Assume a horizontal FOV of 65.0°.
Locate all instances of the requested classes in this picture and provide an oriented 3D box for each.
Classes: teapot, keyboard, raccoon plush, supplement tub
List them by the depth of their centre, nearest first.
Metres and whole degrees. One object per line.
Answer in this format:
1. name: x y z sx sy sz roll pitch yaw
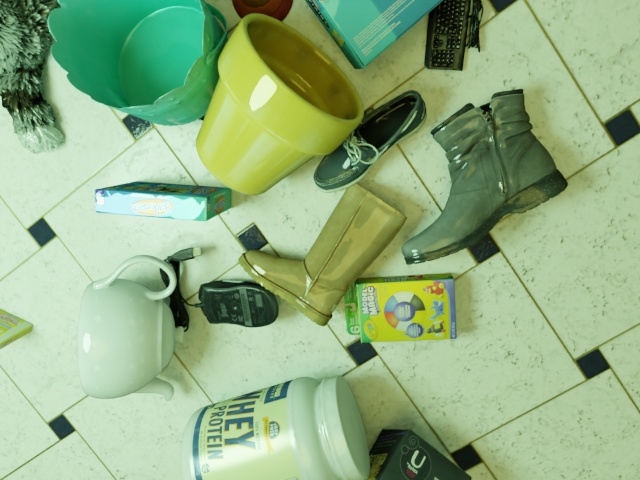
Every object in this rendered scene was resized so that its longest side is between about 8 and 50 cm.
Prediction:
1. raccoon plush: -0.605 -0.381 0.875 0.216 0.299 0.446 -22 98 10
2. keyboard: 0.247 -0.409 0.908 0.100 0.038 0.192 4 103 5
3. supplement tub: -0.085 0.414 1.011 0.325 0.235 0.235 -19 99 10
4. teapot: -0.372 0.188 1.014 0.187 0.256 0.252 -1 68 -16

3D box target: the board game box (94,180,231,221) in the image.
1. board game box: -0.296 -0.079 0.973 0.210 0.160 0.047 4 102 6

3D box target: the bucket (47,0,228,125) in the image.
1. bucket: -0.297 -0.342 0.885 0.281 0.183 0.281 0 89 9

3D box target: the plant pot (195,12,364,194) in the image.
1. plant pot: -0.093 -0.217 0.886 0.254 0.254 0.239 45 122 -4

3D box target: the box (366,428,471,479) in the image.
1. box: 0.144 0.533 0.988 0.165 0.143 0.270 39 64 0

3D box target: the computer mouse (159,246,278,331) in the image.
1. computer mouse: -0.211 0.094 1.053 0.262 0.060 0.184 -7 105 20

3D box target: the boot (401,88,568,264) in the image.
1. boot: 0.260 -0.117 0.939 0.338 0.118 0.223 -31 94 0

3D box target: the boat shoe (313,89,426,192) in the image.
1. boat shoe: 0.086 -0.183 0.937 0.254 0.079 0.095 -32 73 11

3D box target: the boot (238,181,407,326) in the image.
1. boot: 0.000 0.000 0.999 0.236 0.089 0.269 34 97 5

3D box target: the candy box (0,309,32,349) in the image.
1. candy box: -0.761 0.171 1.104 0.206 0.105 0.027 25 103 1

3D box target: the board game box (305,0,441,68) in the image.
1. board game box: 0.060 -0.496 0.809 0.254 0.079 0.336 -40 109 4

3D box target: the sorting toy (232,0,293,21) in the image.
1. sorting toy: -0.057 -0.560 0.867 0.127 0.126 0.365 30 104 0

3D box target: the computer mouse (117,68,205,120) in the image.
1. computer mouse: -0.300 -0.291 0.992 0.242 0.041 0.071 16 103 4

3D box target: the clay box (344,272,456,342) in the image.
1. clay box: 0.159 0.138 1.020 0.222 0.053 0.127 -5 101 7
